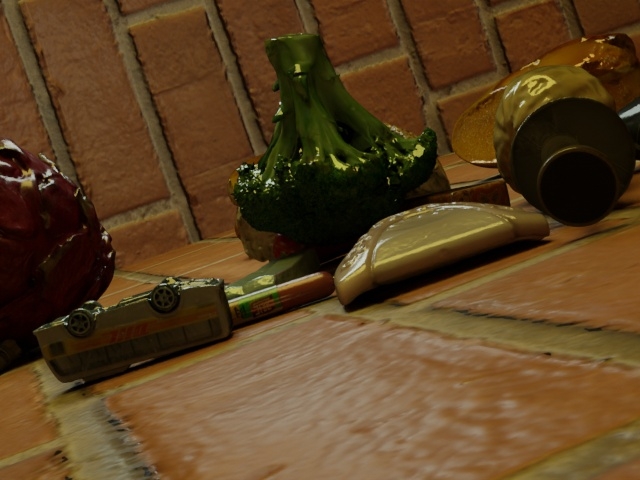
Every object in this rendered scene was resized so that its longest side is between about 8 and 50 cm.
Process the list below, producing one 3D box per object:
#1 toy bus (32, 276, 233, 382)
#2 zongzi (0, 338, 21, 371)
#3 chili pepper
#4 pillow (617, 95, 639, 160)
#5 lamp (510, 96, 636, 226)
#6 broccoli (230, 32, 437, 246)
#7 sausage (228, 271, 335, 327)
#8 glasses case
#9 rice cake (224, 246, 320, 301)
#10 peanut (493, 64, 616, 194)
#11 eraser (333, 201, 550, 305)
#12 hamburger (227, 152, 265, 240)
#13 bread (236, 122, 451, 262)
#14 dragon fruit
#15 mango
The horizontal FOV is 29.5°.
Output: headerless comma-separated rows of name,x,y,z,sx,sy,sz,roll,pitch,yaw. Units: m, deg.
toy bus,-0.183,0.086,1.212,0.191,0.075,0.064,-17,6,3
zongzi,-0.446,0.169,1.616,0.076,0.040,0.083,-24,19,24
chili pepper,0.000,0.000,1.594,0.123,0.070,0.073,-18,20,-21
pillow,0.468,-0.172,1.388,0.161,0.092,0.335,-26,-4,-39
lamp,0.241,-0.075,1.158,0.121,0.121,0.214,-18,9,12
broccoli,-0.007,-0.122,1.493,0.269,0.269,0.254,-15,7,42
sausage,-0.084,0.074,1.254,0.223,0.029,0.029,-18,4,5
glasses case,0.149,-0.035,1.503,0.075,0.049,0.218,-14,3,-21
rice cake,-0.058,0.049,1.379,0.080,0.042,0.222,-21,3,14
peanut,0.265,-0.122,1.409,0.147,0.147,0.305,-18,-3,9
eraser,0.094,0.000,1.215,0.204,0.059,0.243,-19,9,-6
hamburger,-0.012,-0.094,2.177,0.290,0.170,0.314,-9,7,31
bread,0.045,-0.081,1.741,0.314,0.171,0.192,-16,9,26
dragon fruit,-0.459,0.017,1.727,0.329,0.329,0.329,-19,4,1
mango,0.378,-0.213,2.046,0.350,0.201,0.199,-25,-37,34
